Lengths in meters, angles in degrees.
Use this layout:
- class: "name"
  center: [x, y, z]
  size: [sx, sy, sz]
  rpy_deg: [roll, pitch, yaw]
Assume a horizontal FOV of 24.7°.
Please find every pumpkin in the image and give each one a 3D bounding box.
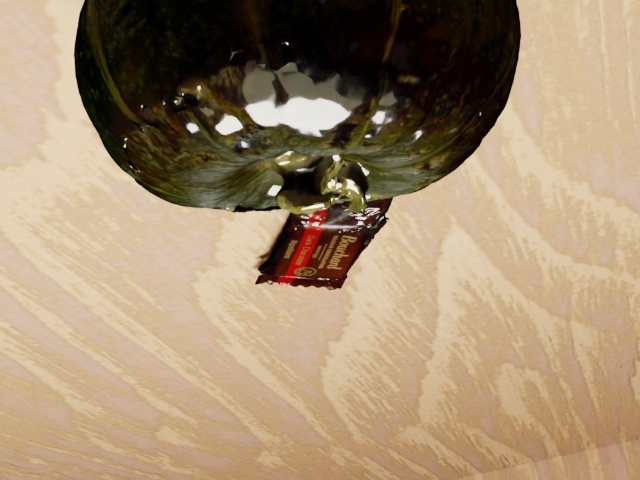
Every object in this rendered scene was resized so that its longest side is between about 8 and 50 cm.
- class: "pumpkin"
  center: [-0.008, -0.093, 0.759]
  size: [0.238, 0.159, 0.238]
  rpy_deg: [-14, 167, -3]

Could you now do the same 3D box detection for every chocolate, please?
- class: "chocolate"
  center: [0.000, 0.000, 1.198]
  size: [0.086, 0.028, 0.182]
  rpy_deg: [2, 156, -11]
